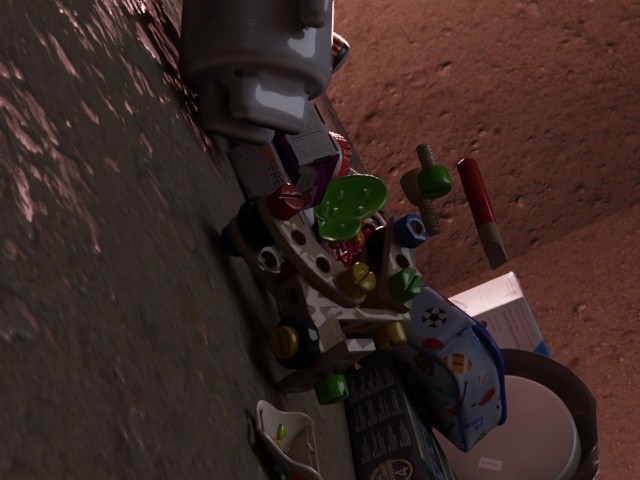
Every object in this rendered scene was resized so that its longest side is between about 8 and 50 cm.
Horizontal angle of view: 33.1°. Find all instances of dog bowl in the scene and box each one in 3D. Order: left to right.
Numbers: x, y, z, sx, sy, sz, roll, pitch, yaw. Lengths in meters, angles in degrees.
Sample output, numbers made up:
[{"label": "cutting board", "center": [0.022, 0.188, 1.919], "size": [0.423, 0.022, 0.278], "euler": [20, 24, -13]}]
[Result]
[{"label": "dog bowl", "center": [0.323, 0.361, 1.893], "size": [0.102, 0.349, 0.348], "euler": [74, -2, -48]}]

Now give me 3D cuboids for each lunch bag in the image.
[{"label": "lunch bag", "center": [0.151, 0.172, 1.650], "size": [0.303, 0.115, 0.243], "euler": [39, -23, 39]}]

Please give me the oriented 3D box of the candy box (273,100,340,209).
[{"label": "candy box", "center": [-0.061, -0.176, 1.613], "size": [0.159, 0.071, 0.233], "euler": [112, -43, -61]}]

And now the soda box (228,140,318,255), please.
[{"label": "soda box", "center": [-0.063, -0.054, 1.505], "size": [0.058, 0.063, 0.183], "euler": [43, 23, -77]}]

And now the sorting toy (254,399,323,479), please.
[{"label": "sorting toy", "center": [-0.037, 0.188, 1.015], "size": [0.075, 0.045, 0.083], "euler": [53, 13, -28]}]

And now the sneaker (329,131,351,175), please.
[{"label": "sneaker", "center": [-0.038, -0.192, 1.961], "size": [0.225, 0.093, 0.088], "euler": [43, -50, 42]}]

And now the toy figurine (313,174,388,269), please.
[{"label": "toy figurine", "center": [0.062, 0.003, 1.814], "size": [0.173, 0.130, 0.159], "euler": [-72, 152, -47]}]

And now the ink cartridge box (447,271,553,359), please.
[{"label": "ink cartridge box", "center": [0.302, 0.236, 2.194], "size": [0.129, 0.307, 0.223], "euler": [-91, 155, -67]}]

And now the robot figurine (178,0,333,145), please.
[{"label": "robot figurine", "center": [-0.082, -0.310, 1.425], "size": [0.200, 0.300, 0.353], "euler": [13, 73, -43]}]

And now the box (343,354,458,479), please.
[{"label": "box", "center": [0.151, 0.388, 1.467], "size": [0.395, 0.097, 0.318], "euler": [-102, 167, -63]}]

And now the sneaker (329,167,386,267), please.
[{"label": "sneaker", "center": [0.066, -0.043, 2.082], "size": [0.127, 0.126, 0.321], "euler": [80, -7, -55]}]

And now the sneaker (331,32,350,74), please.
[{"label": "sneaker", "center": [-0.091, -0.409, 2.064], "size": [0.321, 0.124, 0.180], "euler": [24, -17, 46]}]

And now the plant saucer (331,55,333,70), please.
[{"label": "plant saucer", "center": [-0.108, -0.394, 1.893], "size": [0.318, 0.043, 0.317], "euler": [40, -16, 13]}]

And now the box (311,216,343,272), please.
[{"label": "box", "center": [0.000, 0.000, 1.883], "size": [0.207, 0.036, 0.114], "euler": [-103, 166, -58]}]

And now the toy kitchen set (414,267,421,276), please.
[{"label": "toy kitchen set", "center": [0.084, 0.020, 2.247], "size": [0.207, 0.122, 0.166], "euler": [46, -2, 27]}]

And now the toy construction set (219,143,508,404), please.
[{"label": "toy construction set", "center": [0.060, 0.058, 1.206], "size": [0.257, 0.309, 0.237], "euler": [40, 30, -55]}]

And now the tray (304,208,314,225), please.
[{"label": "tray", "center": [-0.046, -0.138, 1.758], "size": [0.145, 0.030, 0.270], "euler": [48, 34, -63]}]
